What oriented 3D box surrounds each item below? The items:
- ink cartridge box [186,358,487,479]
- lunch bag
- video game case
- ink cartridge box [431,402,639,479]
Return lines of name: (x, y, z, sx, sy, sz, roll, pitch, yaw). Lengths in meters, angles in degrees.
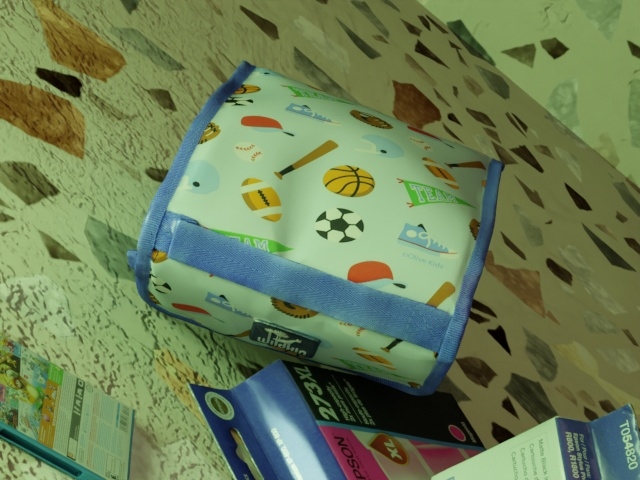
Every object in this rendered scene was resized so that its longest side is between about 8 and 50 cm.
ink cartridge box: (0.044, 0.215, 1.712, 0.371, 0.069, 0.176, 13, 36, -45)
lunch bag: (0.000, 0.000, 1.710, 0.327, 0.239, 0.385, 19, 17, 1)
video game case: (-0.233, 0.145, 1.447, 0.166, 0.015, 0.119, 33, 25, -21)
ink cartridge box: (0.210, 0.283, 1.569, 0.045, 0.224, 0.223, 25, 45, -40)
